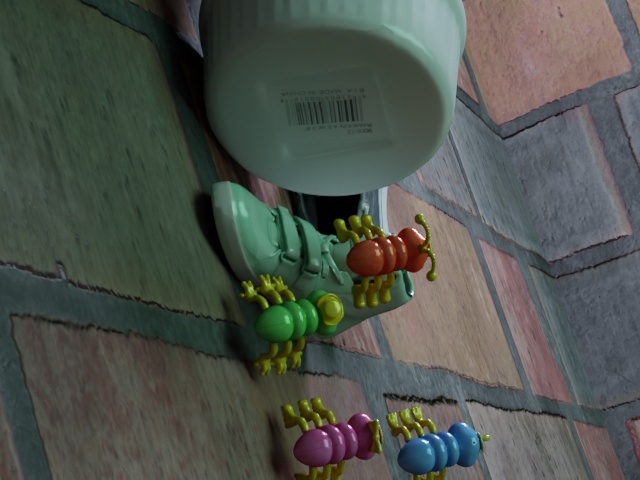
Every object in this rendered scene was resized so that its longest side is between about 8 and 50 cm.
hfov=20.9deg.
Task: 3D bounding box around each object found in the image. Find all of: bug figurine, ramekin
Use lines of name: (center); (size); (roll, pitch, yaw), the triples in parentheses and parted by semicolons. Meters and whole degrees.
bug figurine: (0.046, 0.115, 1.596); (0.072, 0.216, 0.279); (-17, -92, 60)
ramekin: (0.010, -0.172, 1.749); (0.135, 0.277, 0.277); (-88, 154, -43)

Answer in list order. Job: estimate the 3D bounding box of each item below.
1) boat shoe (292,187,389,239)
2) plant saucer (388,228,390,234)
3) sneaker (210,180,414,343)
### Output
boat shoe: (0.013, -0.072, 1.956); (0.102, 0.108, 0.301); (52, 29, -53)
plant saucer: (0.045, -0.093, 2.260); (0.192, 0.018, 0.067); (68, 14, 3)
sneaker: (0.000, 0.000, 1.687); (0.256, 0.151, 0.094); (49, 26, -50)
